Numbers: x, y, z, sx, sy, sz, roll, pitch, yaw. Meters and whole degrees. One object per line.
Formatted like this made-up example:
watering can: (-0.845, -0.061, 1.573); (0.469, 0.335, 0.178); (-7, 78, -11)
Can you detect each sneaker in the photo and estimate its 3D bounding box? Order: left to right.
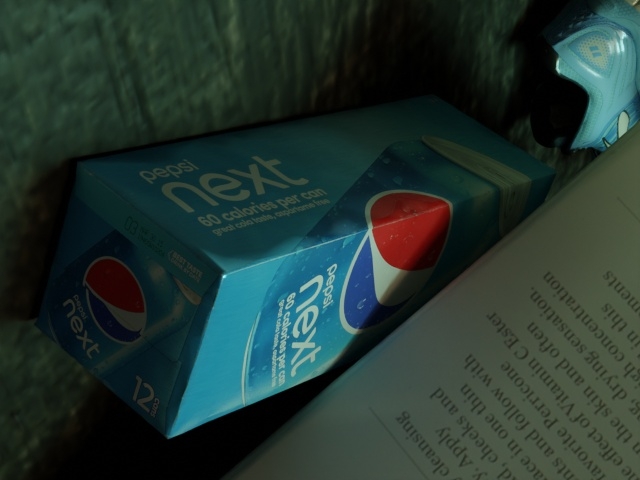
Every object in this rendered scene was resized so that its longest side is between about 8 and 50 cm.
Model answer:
sneaker: (0.132, -0.069, 0.714); (0.073, 0.063, 0.162); (-33, 146, -3)

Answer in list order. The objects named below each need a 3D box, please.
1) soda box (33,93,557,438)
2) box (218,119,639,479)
soda box: (0.000, 0.000, 0.544); (0.210, 0.071, 0.067); (-18, 135, -50)
box: (0.073, 0.136, 0.597); (0.345, 0.168, 0.215); (-40, 162, 2)
